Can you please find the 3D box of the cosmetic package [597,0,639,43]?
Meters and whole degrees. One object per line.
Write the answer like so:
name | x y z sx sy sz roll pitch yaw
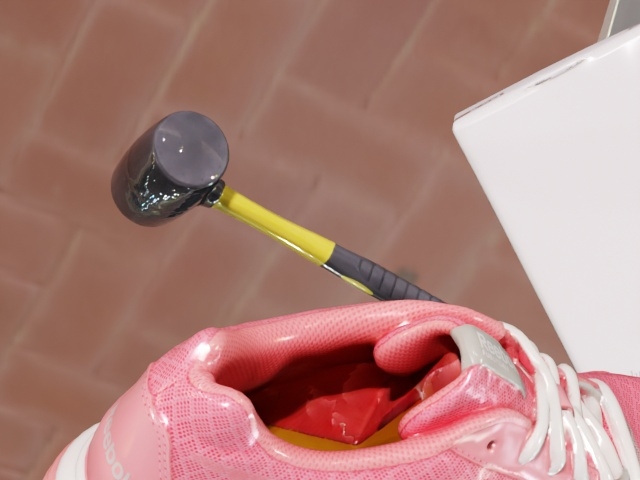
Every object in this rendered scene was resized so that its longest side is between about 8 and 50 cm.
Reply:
cosmetic package | 0.342 -0.236 1.087 0.284 0.097 0.377 16 107 6

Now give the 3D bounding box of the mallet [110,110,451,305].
mallet | 0.000 0.000 0.845 0.190 0.039 0.062 25 154 -7

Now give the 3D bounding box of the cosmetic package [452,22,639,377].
cosmetic package | 0.165 0.017 0.931 0.117 0.085 0.231 -26 93 7

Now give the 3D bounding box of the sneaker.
sneaker | 0.059 0.085 0.726 0.314 0.116 0.136 0 142 -28
